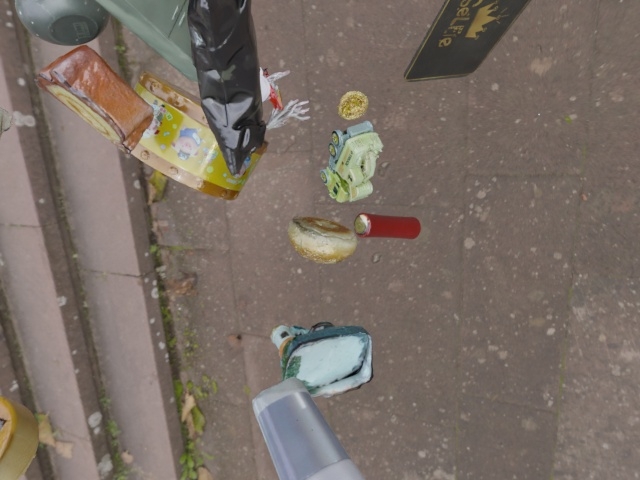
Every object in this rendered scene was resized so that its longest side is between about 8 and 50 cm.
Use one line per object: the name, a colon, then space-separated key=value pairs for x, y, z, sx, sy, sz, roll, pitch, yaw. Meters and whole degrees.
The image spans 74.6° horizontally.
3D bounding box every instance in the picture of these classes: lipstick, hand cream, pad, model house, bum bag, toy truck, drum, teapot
lipstick: x=0.217 y=-0.044 z=1.346 sx=0.080 sy=0.241 sz=0.080 roll=-2 pitch=87 yaw=53
hand cream: x=0.017 y=0.215 z=0.316 sx=0.255 sy=0.079 sz=0.048 roll=47 pitch=152 yaw=46
pad: x=0.338 y=-0.476 z=0.957 sx=0.375 sy=0.315 sz=0.063 roll=120 pitch=135 yaw=-64
model house: x=-0.026 y=0.299 z=1.196 sx=0.291 sy=0.253 sz=0.184 roll=-156 pitch=60 yaw=-63
bum bag: x=-0.125 y=-0.227 z=0.577 sx=0.095 sy=0.144 sz=0.340 roll=8 pitch=148 yaw=1
toy truck: x=0.072 y=-0.152 z=0.881 sx=0.116 sy=0.085 sz=0.191 roll=62 pitch=157 yaw=21
drum: x=-0.389 y=-0.317 z=1.288 sx=0.431 sy=0.431 sz=0.214 roll=34 pitch=101 yaw=15
teapot: x=-0.581 y=-0.567 z=0.909 sx=0.183 sy=0.183 sz=0.251 roll=-24 pitch=88 yaw=31

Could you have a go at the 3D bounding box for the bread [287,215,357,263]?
bread: x=0.000 y=0.000 z=1.743 sx=0.305 sy=0.305 sz=0.159 roll=26 pitch=107 yaw=18

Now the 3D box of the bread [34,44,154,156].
bread: x=-0.479 y=-0.306 z=0.923 sx=0.190 sy=0.123 sz=0.244 roll=19 pitch=158 yaw=37

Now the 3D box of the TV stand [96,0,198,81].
TV stand: x=-0.250 y=-0.353 z=0.655 sx=0.088 sy=0.269 sz=0.083 roll=23 pitch=88 yaw=25

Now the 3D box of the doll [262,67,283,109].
doll: x=-0.203 y=-0.623 z=1.737 sx=0.057 sy=0.109 sz=0.169 roll=-32 pitch=117 yaw=-9

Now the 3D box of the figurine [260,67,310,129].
figurine: x=-0.194 y=-0.477 z=1.428 sx=0.284 sy=0.316 sz=0.206 roll=-29 pitch=90 yaw=0

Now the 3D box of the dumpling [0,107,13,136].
dumpling: x=-0.891 y=-0.288 z=1.072 sx=0.108 sy=0.188 sz=0.127 roll=60 pitch=158 yaw=-2

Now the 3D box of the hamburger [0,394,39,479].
hamburger: x=-0.884 y=0.529 z=1.057 sx=0.300 sy=0.300 sz=0.176 roll=31 pitch=138 yaw=16

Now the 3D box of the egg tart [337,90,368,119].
egg tart: x=0.127 y=-0.537 z=1.661 sx=0.129 sy=0.128 sz=0.049 roll=-42 pitch=41 yaw=30
